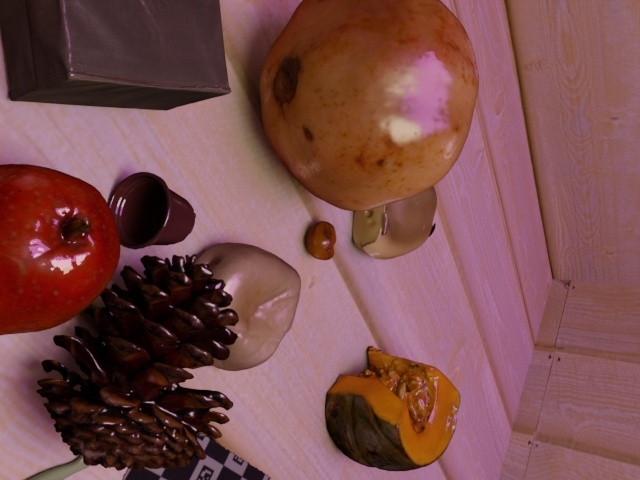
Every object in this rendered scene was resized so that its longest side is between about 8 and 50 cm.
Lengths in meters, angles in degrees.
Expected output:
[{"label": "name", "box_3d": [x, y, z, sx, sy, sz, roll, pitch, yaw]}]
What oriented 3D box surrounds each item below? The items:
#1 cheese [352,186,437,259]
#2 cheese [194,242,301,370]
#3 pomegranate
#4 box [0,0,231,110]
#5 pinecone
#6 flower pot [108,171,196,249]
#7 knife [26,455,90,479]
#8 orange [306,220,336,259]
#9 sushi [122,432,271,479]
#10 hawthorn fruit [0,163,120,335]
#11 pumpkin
[{"label": "cheese", "box_3d": [0.204, -0.083, 1.325, 0.316, 0.128, 0.259, 1, 99, -48]}, {"label": "cheese", "box_3d": [-0.131, 0.114, 0.881, 0.235, 0.117, 0.217, 5, 90, -50]}, {"label": "pomegranate", "box_3d": [0.095, -0.250, 0.941, 0.412, 0.412, 0.410, -5, 96, -54]}, {"label": "box", "box_3d": [-0.256, -0.255, 0.658, 0.231, 0.156, 0.148, -13, 100, -51]}, {"label": "pinecone", "box_3d": [-0.212, 0.150, 0.674, 0.246, 0.247, 0.291, 49, 50, -43]}, {"label": "flower pot", "box_3d": [-0.238, -0.035, 0.751, 0.089, 0.112, 0.111, 27, 70, -68]}, {"label": "knife", "box_3d": [-0.327, 0.304, 0.713, 0.207, 0.014, 0.030, -5, 97, -55]}, {"label": "orange", "box_3d": [0.000, 0.000, 1.096, 0.086, 0.062, 0.086, 3, 90, -82]}, {"label": "sushi", "box_3d": [-0.221, 0.511, 0.827, 0.343, 0.064, 0.359, 55, 50, -40]}, {"label": "hawthorn fruit", "box_3d": [-0.304, 0.003, 0.549, 0.197, 0.226, 0.196, 24, 61, -51]}, {"label": "pumpkin", "box_3d": [0.174, 0.412, 1.241, 0.303, 0.226, 0.256, -35, 115, -41]}]
